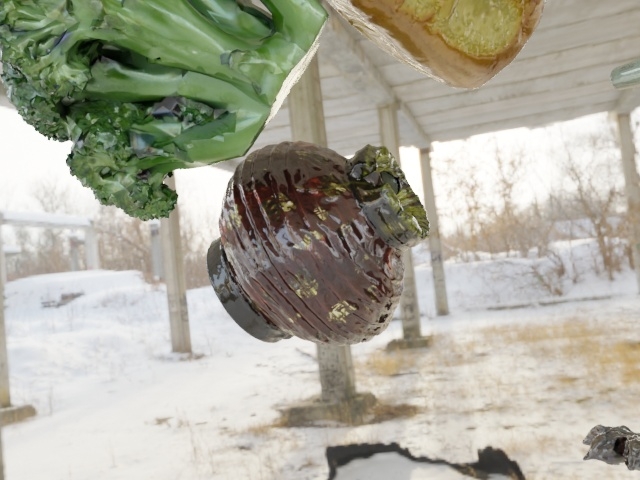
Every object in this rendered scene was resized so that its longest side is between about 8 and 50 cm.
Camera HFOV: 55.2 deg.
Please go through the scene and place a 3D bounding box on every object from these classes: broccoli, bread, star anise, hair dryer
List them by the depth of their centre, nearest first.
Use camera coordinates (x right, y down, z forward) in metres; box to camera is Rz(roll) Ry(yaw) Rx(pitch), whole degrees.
[{"bbox_3d":[-0.121,-0.167,0.472,0.245,0.294,0.265,33,33,9],"label":"broccoli"},{"bbox_3d":[0.085,-0.239,0.517,0.119,0.152,0.288,36,11,37],"label":"bread"},{"bbox_3d":[0.574,-0.238,1.073,0.092,0.267,0.229,20,13,-19],"label":"hair dryer"},{"bbox_3d":[0.619,0.392,1.136,0.263,0.081,0.230,8,-2,40],"label":"star anise"}]

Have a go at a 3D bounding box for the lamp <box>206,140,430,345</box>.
[{"bbox_3d":[0.000,0.000,0.667,0.247,0.246,0.247,-6,-4,0],"label":"lamp"}]
